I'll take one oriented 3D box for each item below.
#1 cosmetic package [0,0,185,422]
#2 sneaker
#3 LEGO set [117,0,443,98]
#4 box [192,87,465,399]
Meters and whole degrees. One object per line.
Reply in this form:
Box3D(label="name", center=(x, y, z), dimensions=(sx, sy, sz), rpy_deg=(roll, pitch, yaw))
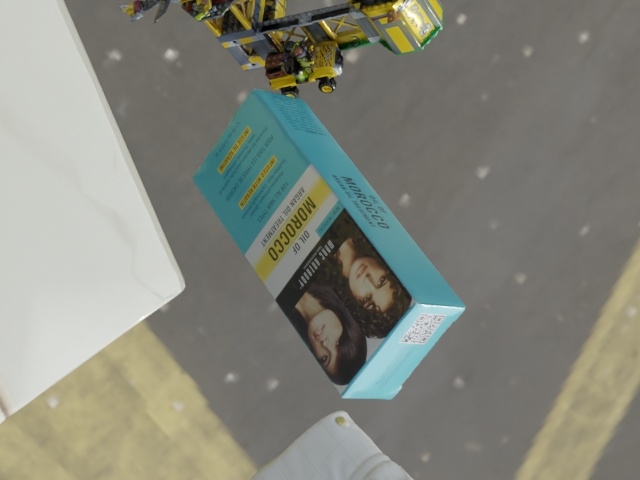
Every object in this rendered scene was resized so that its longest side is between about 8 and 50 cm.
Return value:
Box3D(label="cosmetic package", center=(-0.185, -0.093, 0.558), dimensions=(0.113, 0.160, 0.309), rpy_deg=(-38, 119, -29))
Box3D(label="sneaker", center=(-0.001, 0.285, 1.365), dimensions=(0.108, 0.169, 0.293), rpy_deg=(-15, 142, -45))
Box3D(label="LEGO set", center=(-0.021, -0.308, 1.251), dimensions=(0.192, 0.254, 0.331), rpy_deg=(46, 49, -52))
Box3D(label="box", center=(0.000, 0.000, 1.129), dimensions=(0.060, 0.244, 0.100), rpy_deg=(8, 127, -47))
